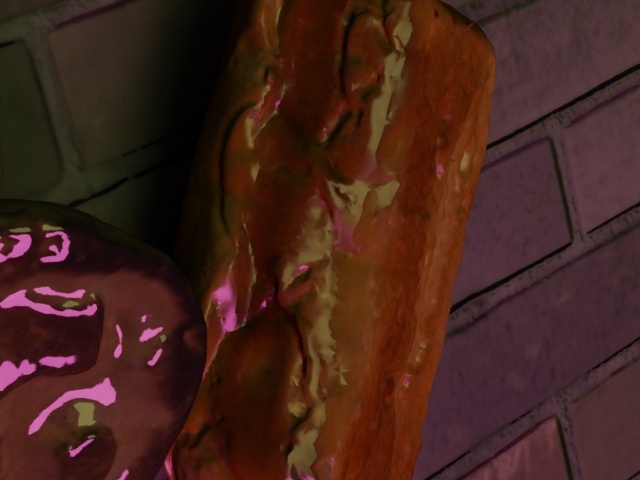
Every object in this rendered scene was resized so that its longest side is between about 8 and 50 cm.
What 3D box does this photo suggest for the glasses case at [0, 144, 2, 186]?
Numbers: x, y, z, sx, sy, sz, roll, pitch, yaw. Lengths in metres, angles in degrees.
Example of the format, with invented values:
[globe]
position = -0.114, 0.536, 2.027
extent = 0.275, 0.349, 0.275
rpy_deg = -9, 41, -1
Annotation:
[glasses case]
position = -0.329, -0.086, 0.914
extent = 0.425, 0.098, 0.156
rpy_deg = 34, 78, -40

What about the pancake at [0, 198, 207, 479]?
[pancake]
position = -0.190, 0.100, 1.016
extent = 0.294, 0.049, 0.294
rpy_deg = -17, 131, -21

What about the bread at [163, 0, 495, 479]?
[bread]
position = -0.006, -0.001, 1.179
extent = 0.195, 0.148, 0.344
rpy_deg = 23, 78, -63
